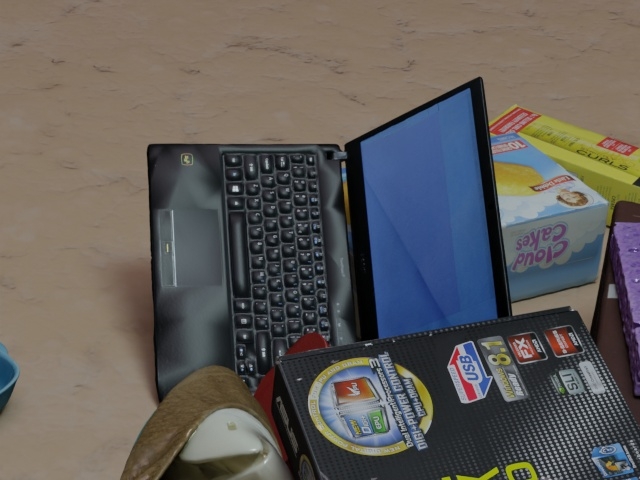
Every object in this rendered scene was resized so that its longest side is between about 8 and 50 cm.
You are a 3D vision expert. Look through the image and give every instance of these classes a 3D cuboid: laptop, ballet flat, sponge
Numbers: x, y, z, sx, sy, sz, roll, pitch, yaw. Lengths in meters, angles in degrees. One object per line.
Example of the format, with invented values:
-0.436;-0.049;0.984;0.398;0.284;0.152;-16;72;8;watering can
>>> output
0.000;0.000;1.435;0.264;0.136;0.234;0;66;-10;laptop
-0.089;0.192;1.162;0.124;0.116;0.342;-24;17;38;ballet flat
0.284;0.051;1.337;0.117;0.031;0.210;4;29;1;sponge

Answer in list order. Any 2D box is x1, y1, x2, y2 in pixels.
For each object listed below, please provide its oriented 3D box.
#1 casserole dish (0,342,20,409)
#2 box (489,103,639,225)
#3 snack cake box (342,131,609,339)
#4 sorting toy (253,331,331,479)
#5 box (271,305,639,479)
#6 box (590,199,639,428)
-0.315;0.126;1.365;0.114;0.037;0.188;22;33;27;casserole dish
0.274;-0.065;1.786;0.232;0.058;0.087;22;34;27;box
0.111;-0.009;1.628;0.264;0.089;0.152;-13;33;-29;snack cake box
0.033;0.215;1.241;0.126;0.127;0.365;28;25;-23;sorting toy
0.108;0.171;1.121;0.216;0.060;0.270;-8;47;-15;box
0.298;0.122;1.384;0.191;0.143;0.381;10;31;7;box
